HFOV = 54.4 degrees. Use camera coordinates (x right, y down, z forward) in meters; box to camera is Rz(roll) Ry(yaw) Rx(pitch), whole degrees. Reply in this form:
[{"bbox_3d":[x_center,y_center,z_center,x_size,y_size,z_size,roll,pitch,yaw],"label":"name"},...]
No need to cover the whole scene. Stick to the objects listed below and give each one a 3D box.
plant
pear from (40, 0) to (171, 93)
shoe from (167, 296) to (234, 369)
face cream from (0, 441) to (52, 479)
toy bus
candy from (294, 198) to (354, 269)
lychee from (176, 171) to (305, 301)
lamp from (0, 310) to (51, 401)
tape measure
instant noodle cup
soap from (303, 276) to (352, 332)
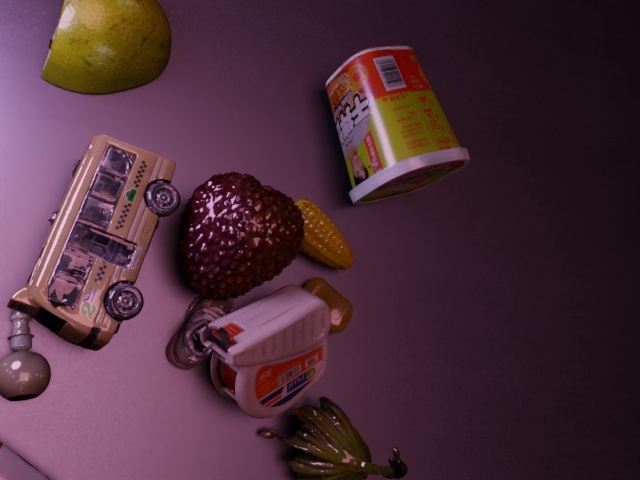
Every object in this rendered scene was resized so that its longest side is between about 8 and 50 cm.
[{"bbox_3d":[0.058,0.465,1.243,0.180,0.333,0.251,-48,121,-13],"label":"plant"},{"bbox_3d":[-0.403,-0.428,1.258,0.239,0.139,0.288,19,73,-35],"label":"pear"},{"bbox_3d":[-0.232,0.176,1.256,0.089,0.092,0.180,42,64,-16],"label":"shoe"},{"bbox_3d":[-0.546,0.391,1.036,0.214,0.096,0.096,46,63,-15],"label":"face cream"},{"bbox_3d":[-0.402,0.004,1.138,0.201,0.177,0.365,24,63,-23],"label":"toy bus"},{"bbox_3d":[0.000,0.000,1.419,0.199,0.106,0.094,42,45,-21],"label":"candy"},{"bbox_3d":[-0.171,-0.001,1.250,0.271,0.271,0.271,6,78,-29],"label":"lychee"},{"bbox_3d":[-0.525,0.197,1.099,0.091,0.091,0.163,2,65,-29],"label":"lamp"},{"bbox_3d":[-0.104,0.223,1.253,0.258,0.130,0.265,-26,130,-39],"label":"tape measure"},{"bbox_3d":[0.165,-0.277,1.484,0.294,0.294,0.308,-14,81,-31],"label":"instant noodle cup"},{"bbox_3d":[0.013,0.148,1.428,0.140,0.045,0.089,41,61,-16],"label":"soap"}]
